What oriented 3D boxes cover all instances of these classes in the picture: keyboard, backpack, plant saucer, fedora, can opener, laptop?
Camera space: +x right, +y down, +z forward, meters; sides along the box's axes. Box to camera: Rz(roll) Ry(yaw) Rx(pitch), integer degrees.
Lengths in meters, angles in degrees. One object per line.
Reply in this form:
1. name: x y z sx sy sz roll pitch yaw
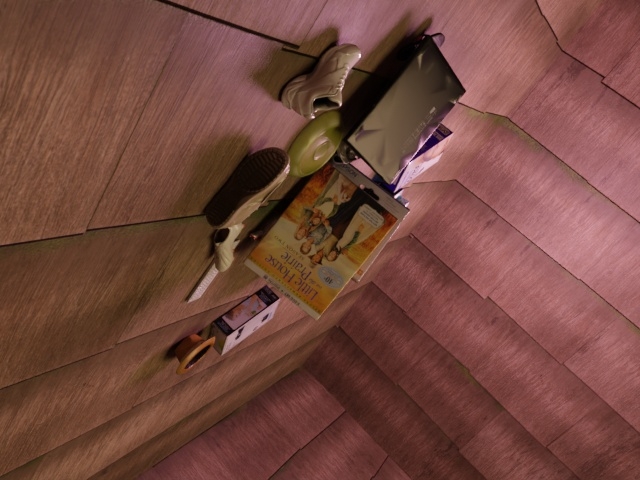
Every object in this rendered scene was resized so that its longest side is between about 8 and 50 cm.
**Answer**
1. keyboard: -0.337 0.098 1.662 0.256 0.014 0.072 -52 163 21
2. backpack: 0.261 -0.127 2.351 0.225 0.191 0.253 -39 168 -27
3. plant saucer: -0.009 -0.272 1.556 0.241 0.037 0.241 -41 163 -15
4. fedora: -0.472 0.401 1.937 0.194 0.079 0.194 -47 170 -11
5. can opener: 0.125 -0.310 1.785 0.095 0.075 0.283 -17 -173 40
6. laptop: 0.246 -0.395 1.708 0.382 0.236 0.408 -52 134 3

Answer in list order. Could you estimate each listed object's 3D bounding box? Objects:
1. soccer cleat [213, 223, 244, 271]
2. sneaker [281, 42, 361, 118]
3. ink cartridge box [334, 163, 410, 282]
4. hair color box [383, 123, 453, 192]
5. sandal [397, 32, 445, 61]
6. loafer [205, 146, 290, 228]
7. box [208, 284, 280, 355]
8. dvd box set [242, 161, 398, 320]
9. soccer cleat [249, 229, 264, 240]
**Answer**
1. soccer cleat: -0.279 0.013 1.520 0.076 0.068 0.196 -20 143 -48
2. sneaker: 0.024 -0.367 1.259 0.232 0.115 0.090 -44 164 -8
3. ink cartridge box: 0.094 -0.070 1.794 0.307 0.304 0.072 -53 -177 -13
4. hair color box: 0.408 -0.363 2.273 0.339 0.110 0.185 -37 161 -34
5. sandal: 0.298 -0.585 1.585 0.179 0.040 0.067 -24 151 -21
6. loafer: -0.180 -0.133 1.360 0.268 0.102 0.092 -40 167 12
7. box: -0.309 0.322 2.147 0.290 0.087 0.169 -33 159 -38
8. dvd box set: 0.000 0.000 1.701 0.420 0.308 0.062 -50 -175 1
9. soccer cleat: -0.202 -0.019 1.700 0.035 0.029 0.083 -56 167 2
